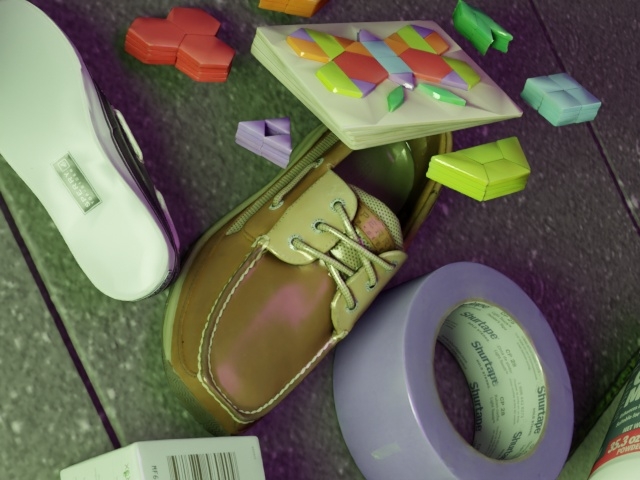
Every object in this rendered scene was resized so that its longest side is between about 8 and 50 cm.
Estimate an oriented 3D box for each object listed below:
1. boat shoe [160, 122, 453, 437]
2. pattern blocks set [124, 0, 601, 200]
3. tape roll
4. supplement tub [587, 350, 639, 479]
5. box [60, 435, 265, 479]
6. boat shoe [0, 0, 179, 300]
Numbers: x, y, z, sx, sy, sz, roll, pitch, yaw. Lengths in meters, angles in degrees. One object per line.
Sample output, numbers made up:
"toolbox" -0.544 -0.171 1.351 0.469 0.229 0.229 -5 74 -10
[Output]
"boat shoe" 0.000 0.000 1.123 0.122 0.120 0.324 48 46 -18
"pattern blocks set" 0.048 -0.125 1.175 0.285 0.026 0.325 40 40 27
"tape roll" 0.104 0.117 1.202 0.189 0.080 0.189 18 61 -37
"supplement tub" 0.344 0.171 1.325 0.191 0.191 0.272 49 46 -17
"box" -0.094 0.181 0.978 0.101 0.087 0.102 3 71 -43
"boat shoe" -0.163 -0.058 1.037 0.219 0.078 0.070 62 9 2
